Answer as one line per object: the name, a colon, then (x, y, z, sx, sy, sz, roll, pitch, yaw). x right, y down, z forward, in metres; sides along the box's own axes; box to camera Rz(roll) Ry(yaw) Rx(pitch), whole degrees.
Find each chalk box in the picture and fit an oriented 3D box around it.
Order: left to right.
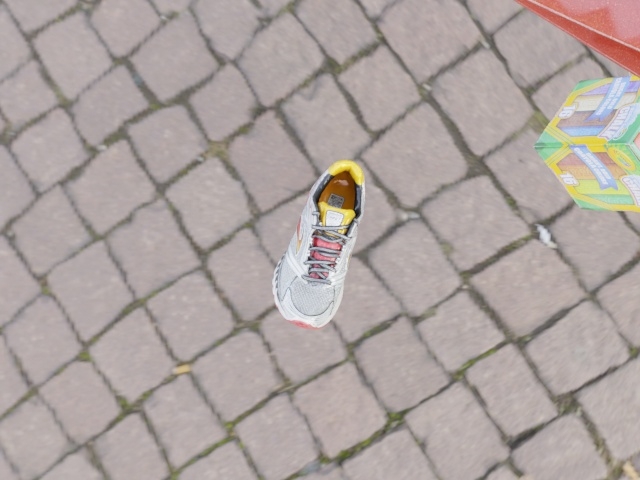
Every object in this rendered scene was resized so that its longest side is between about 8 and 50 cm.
chalk box: (0.411, -0.124, 1.594, 0.132, 0.213, 0.132, 48, 67, -26)

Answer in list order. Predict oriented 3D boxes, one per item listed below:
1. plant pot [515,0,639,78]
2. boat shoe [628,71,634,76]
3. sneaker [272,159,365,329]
plant pot: (0.323, -0.206, 0.878, 0.267, 0.267, 0.235, 41, 107, 51)
boat shoe: (0.497, -0.279, 1.774, 0.122, 0.110, 0.341, 3, 129, 19)
sneaker: (0.000, 0.000, 1.497, 0.088, 0.092, 0.225, 15, 65, -4)
